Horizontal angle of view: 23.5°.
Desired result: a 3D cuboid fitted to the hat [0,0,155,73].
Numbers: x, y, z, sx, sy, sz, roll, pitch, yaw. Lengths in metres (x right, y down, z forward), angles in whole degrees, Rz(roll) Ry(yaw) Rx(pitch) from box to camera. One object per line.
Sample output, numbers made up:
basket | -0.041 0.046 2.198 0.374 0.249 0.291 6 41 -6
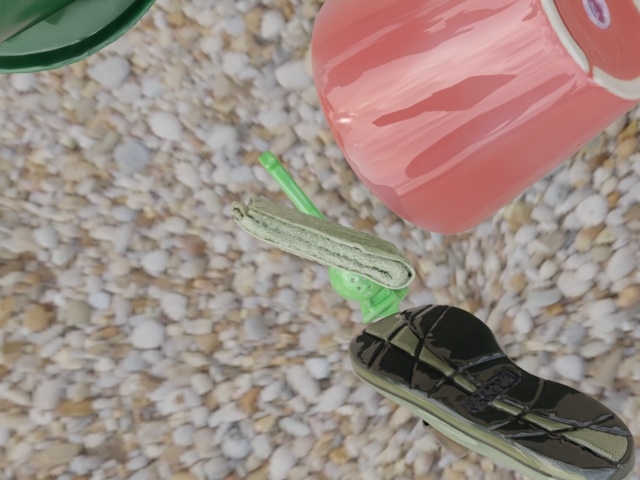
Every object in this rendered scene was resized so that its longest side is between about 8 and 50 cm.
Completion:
hat | -0.141 -0.077 0.431 0.173 0.183 0.208 -17 116 28

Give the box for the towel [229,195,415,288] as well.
towel | 0.000 0.000 1.230 0.148 0.110 0.027 18 98 -8

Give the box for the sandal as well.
sandal | 0.130 0.145 1.285 0.120 0.086 0.303 -25 38 -28

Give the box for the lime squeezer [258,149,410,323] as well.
lime squeezer | 0.036 0.037 1.495 0.110 0.310 0.059 31 78 42

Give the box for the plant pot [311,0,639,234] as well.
plant pot | 0.170 -0.173 1.475 0.243 0.275 0.274 -27 83 37
